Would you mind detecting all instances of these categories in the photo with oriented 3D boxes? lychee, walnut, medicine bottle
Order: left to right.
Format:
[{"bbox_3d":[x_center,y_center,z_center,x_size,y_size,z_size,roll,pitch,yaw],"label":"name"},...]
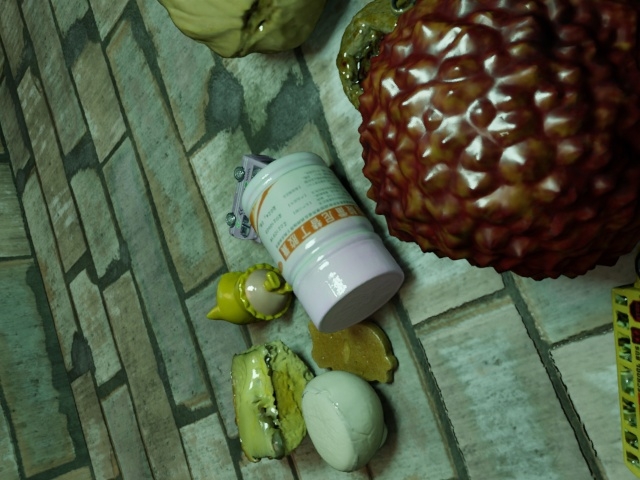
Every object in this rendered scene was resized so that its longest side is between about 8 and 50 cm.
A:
[{"bbox_3d":[-0.160,-0.541,1.178,0.384,0.384,0.383,8,102,45],"label":"walnut"},{"bbox_3d":[0.000,0.000,1.208,0.316,0.202,0.202,55,130,24],"label":"medicine bottle"},{"bbox_3d":[0.260,-0.150,0.761,0.500,0.425,0.424,-35,70,61],"label":"lychee"}]

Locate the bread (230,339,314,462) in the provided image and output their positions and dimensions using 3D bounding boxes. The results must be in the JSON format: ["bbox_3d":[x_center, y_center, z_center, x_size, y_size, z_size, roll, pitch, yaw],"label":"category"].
[{"bbox_3d":[-0.111,0.368,1.399,0.204,0.163,0.262,-24,64,45],"label":"bread"}]

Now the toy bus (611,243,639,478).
[{"bbox_3d":[0.461,0.152,0.797,0.123,0.121,0.335,-161,63,-77],"label":"toy bus"}]

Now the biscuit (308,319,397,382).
[{"bbox_3d":[0.066,0.225,1.291,0.225,0.036,0.166,0,99,43],"label":"biscuit"}]

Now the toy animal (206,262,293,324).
[{"bbox_3d":[-0.152,0.131,1.425,0.230,0.156,0.156,-33,73,45],"label":"toy animal"}]

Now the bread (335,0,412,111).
[{"bbox_3d":[0.123,-0.325,1.094,0.230,0.123,0.230,5,96,44],"label":"bread"}]

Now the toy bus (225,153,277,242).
[{"bbox_3d":[-0.142,-0.094,1.415,0.108,0.096,0.198,25,110,36],"label":"toy bus"}]

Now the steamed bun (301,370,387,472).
[{"bbox_3d":[0.055,0.362,1.247,0.177,0.131,0.228,27,134,43],"label":"steamed bun"}]

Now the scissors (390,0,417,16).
[{"bbox_3d":[0.209,-0.440,0.990,0.220,0.017,0.088,-46,66,5],"label":"scissors"}]
